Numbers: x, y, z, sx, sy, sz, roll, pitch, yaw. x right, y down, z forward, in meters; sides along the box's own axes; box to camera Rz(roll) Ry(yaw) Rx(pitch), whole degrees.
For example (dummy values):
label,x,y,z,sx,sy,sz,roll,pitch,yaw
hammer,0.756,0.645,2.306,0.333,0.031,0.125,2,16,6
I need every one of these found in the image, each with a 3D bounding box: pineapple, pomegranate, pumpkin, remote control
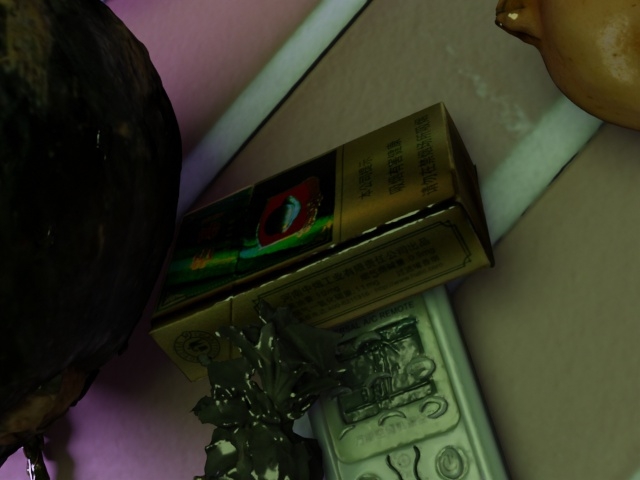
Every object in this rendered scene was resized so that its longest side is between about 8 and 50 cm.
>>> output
label,x,y,z,sx,sy,sz,roll,pitch,yaw
pineapple,-0.047,0.158,0.714,0.125,0.125,0.251,28,119,25
pomegranate,0.229,-0.176,0.684,0.209,0.209,0.209,-5,75,21
pumpkin,-0.296,0.002,0.715,0.344,0.454,0.454,36,92,12
remote control,0.076,0.186,0.731,0.128,0.065,0.335,-23,70,18

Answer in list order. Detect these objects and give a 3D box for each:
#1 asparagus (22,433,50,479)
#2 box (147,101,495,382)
label,x,y,z,sx,sy,sz,roll,pitch,yaw
asparagus,-0.233,0.253,0.862,0.024,0.025,0.248,-40,57,56
box,0.000,0.000,0.762,0.240,0.071,0.159,-23,30,14
